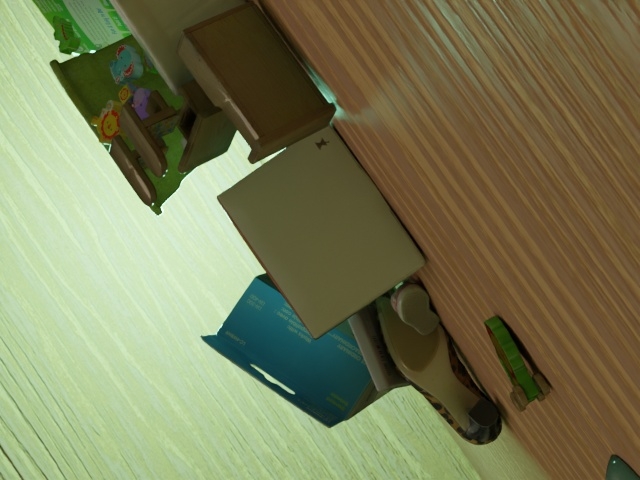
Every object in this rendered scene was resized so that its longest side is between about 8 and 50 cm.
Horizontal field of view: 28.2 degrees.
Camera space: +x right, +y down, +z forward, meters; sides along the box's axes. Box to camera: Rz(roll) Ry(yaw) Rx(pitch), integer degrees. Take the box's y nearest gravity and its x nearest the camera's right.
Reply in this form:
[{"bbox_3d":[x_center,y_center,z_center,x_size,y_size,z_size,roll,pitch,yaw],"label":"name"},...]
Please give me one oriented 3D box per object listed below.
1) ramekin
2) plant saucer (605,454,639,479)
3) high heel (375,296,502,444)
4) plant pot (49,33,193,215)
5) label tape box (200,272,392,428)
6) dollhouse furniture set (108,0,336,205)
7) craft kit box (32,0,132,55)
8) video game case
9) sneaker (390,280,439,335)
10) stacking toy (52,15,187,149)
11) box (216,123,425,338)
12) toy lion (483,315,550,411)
[{"bbox_3d":[-0.201,-0.328,1.570,0.277,0.135,0.277,56,177,5],"label":"ramekin"},{"bbox_3d":[0.295,0.251,1.163,0.119,0.021,0.119,55,177,5],"label":"plant saucer"},{"bbox_3d":[0.171,0.200,1.917,0.261,0.093,0.186,48,173,18],"label":"high heel"},{"bbox_3d":[-0.216,-0.219,1.885,0.276,0.254,0.276,55,178,3],"label":"plant pot"},{"bbox_3d":[-0.001,0.154,2.021,0.249,0.115,0.348,32,-165,16],"label":"label tape box"},{"bbox_3d":[-0.101,-0.135,1.490,0.161,0.212,0.242,54,152,12],"label":"dollhouse furniture set"},{"bbox_3d":[-0.303,-0.361,1.976,0.250,0.247,0.060,66,-158,-72],"label":"craft kit box"},{"bbox_3d":[0.090,0.123,1.937,0.193,0.023,0.212,3,-119,-64],"label":"video game case"},{"bbox_3d":[0.121,0.083,1.799,0.070,0.051,0.134,47,178,31],"label":"sneaker"},{"bbox_3d":[-0.243,-0.204,1.666,0.167,0.052,0.221,8,-134,-48],"label":"stacking toy"},{"bbox_3d":[0.000,0.000,1.684,0.215,0.168,0.345,55,177,4],"label":"box"},{"bbox_3d":[0.195,0.123,1.299,0.096,0.034,0.100,62,179,14],"label":"toy lion"}]
